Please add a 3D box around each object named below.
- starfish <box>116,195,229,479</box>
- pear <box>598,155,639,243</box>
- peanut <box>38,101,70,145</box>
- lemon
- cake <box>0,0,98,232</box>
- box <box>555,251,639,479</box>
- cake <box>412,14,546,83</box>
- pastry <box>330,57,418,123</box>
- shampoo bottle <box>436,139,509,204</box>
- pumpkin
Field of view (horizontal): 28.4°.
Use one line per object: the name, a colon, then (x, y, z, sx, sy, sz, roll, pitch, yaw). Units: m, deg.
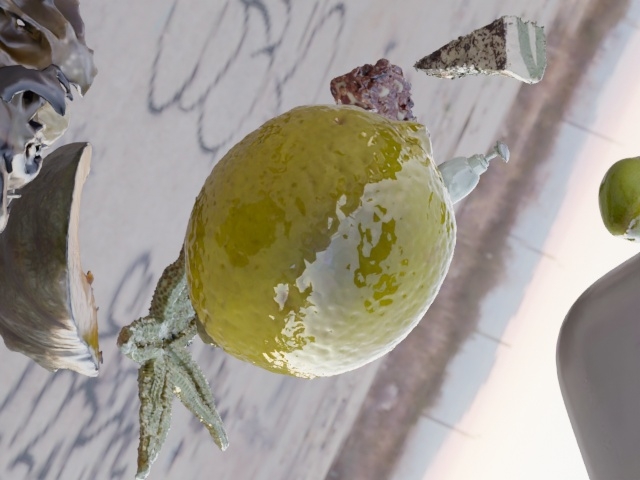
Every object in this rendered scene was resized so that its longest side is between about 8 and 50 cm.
starfish: (-0.180, 0.115, 1.520, 0.358, 0.078, 0.347, 39, 57, -69)
pear: (0.326, -0.039, 1.298, 0.097, 0.092, 0.092, -43, 164, -29)
peanut: (-0.462, -0.163, 1.792, 0.099, 0.214, 0.099, 167, -90, -79)
lemon: (0.000, 0.001, 1.201, 0.267, 0.267, 0.267, 24, 90, -84)
cake: (-0.333, -0.091, 0.937, 0.332, 0.321, 0.332, 33, 51, -54)
box: (0.325, 0.095, 0.824, 0.349, 0.141, 0.288, -37, -129, 33)
cake: (0.139, -0.168, 1.120, 0.140, 0.051, 0.055, 11, -85, 56)
pastry: (0.086, -0.172, 1.896, 0.097, 0.115, 0.208, -46, 136, -37)
shampoo bottle: (0.134, -0.060, 1.344, 0.152, 0.045, 0.077, -35, -179, 19)
pumpkin: (-0.300, 0.027, 1.287, 0.149, 0.131, 0.253, -67, 158, -82)
